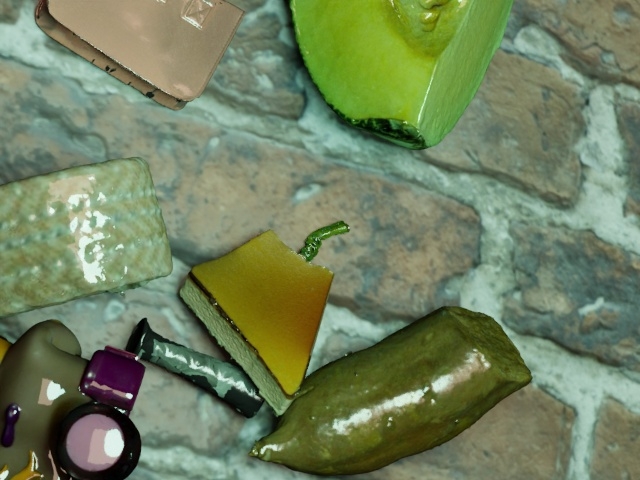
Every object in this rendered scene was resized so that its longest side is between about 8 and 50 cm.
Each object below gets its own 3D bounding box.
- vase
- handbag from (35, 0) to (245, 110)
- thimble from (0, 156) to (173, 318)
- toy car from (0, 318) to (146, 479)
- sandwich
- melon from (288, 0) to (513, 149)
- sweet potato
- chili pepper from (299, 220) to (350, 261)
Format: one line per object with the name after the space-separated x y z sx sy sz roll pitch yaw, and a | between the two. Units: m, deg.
-0.141 0.147 1.663 0.167 0.059 0.059 27 71 -17 | vase
-0.211 -0.267 1.704 0.212 0.059 0.157 32 71 -17 | handbag
-0.279 0.002 1.551 0.229 0.196 0.148 -15 88 -26 | thimble
-0.320 0.243 1.470 0.240 0.271 0.340 18 74 -6 | toy car
-0.044 0.087 1.679 0.162 0.058 0.193 -28 70 -35 | sandwich
0.104 -0.290 1.770 0.331 0.226 0.343 23 86 -31 | melon
0.081 0.187 1.709 0.370 0.158 0.157 -26 92 -15 | sweet potato
0.000 0.000 1.771 0.083 0.022 0.027 -38 96 -28 | chili pepper
